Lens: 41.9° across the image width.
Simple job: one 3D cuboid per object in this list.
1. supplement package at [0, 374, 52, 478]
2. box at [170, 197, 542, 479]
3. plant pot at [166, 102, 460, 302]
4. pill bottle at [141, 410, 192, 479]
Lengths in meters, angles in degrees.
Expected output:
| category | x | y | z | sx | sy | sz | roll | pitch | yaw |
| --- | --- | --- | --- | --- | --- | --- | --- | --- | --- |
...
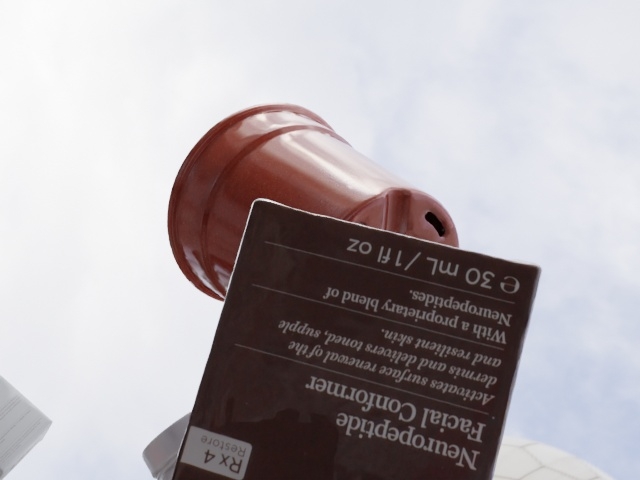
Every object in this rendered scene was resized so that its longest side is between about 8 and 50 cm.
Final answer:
| category | x | y | z | sx | sy | sz | roll | pitch | yaw |
| --- | --- | --- | --- | --- | --- | --- | --- | --- | --- |
| supplement package | -0.509 | 0.262 | 1.248 | 0.179 | 0.105 | 0.105 | 42 | -38 | -1 |
| box | 0.003 | 0.181 | 0.544 | 0.191 | 0.143 | 0.381 | 13 | -98 | 11 |
| plant pot | 0.000 | 0.000 | 0.972 | 0.265 | 0.272 | 0.272 | 31 | -76 | 51 |
| pill bottle | -0.084 | 0.376 | 1.076 | 0.188 | 0.188 | 0.334 | -46 | -109 | 25 |
